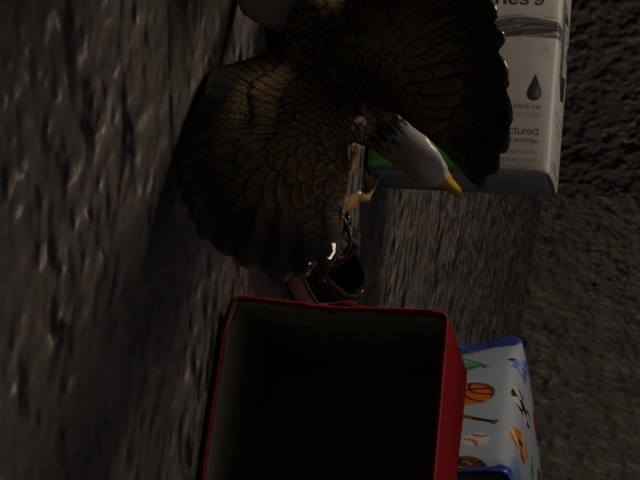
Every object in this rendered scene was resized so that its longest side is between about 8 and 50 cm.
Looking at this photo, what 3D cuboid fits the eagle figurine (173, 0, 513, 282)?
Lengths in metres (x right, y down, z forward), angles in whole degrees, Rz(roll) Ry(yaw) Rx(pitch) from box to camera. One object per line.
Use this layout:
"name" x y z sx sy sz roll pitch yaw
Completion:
"eagle figurine" 0.025 -0.104 1.224 0.298 0.225 0.226 -62 165 -78

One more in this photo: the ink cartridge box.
"ink cartridge box" 0.174 -0.207 1.914 0.121 0.211 0.289 40 54 -73

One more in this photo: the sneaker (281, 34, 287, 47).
"sneaker" 0.033 -0.201 1.534 0.302 0.108 0.121 -38 132 -63

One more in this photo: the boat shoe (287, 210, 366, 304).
"boat shoe" 0.000 0.000 1.490 0.228 0.076 0.080 72 25 -60

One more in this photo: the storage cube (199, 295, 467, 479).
"storage cube" 0.016 0.168 1.372 0.193 0.183 0.215 61 34 -71

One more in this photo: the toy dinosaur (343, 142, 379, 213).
"toy dinosaur" 0.016 -0.037 1.653 0.093 0.053 0.183 -59 147 -32

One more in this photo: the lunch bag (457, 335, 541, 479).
"lunch bag" 0.130 0.347 1.839 0.328 0.238 0.386 -64 148 -64
